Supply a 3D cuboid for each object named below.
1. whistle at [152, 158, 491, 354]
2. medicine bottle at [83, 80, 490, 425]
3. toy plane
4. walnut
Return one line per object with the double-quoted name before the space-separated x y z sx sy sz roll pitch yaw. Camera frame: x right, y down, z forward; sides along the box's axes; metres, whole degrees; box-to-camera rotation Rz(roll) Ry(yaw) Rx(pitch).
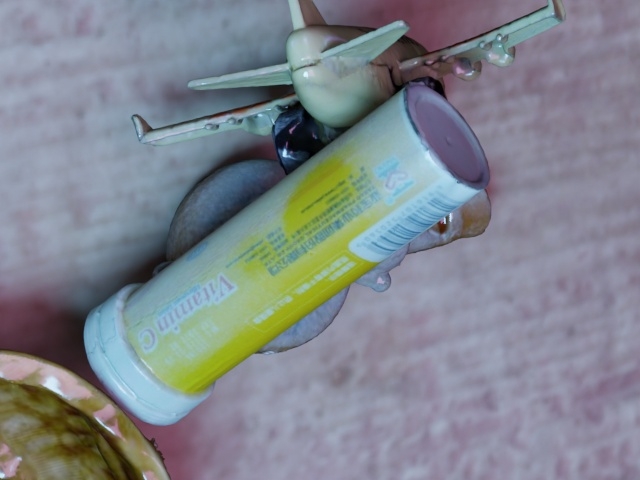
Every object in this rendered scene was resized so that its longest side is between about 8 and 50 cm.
"whistle" 0.000 0.000 1.063 0.220 0.057 0.107 -15 92 -31
"medicine bottle" -0.018 0.008 0.932 0.218 0.074 0.074 -36 122 27
"toy plane" 0.026 -0.077 0.992 0.244 0.229 0.092 21 56 -69
"walnut" -0.158 0.141 0.975 0.167 0.087 0.211 -18 106 -5
